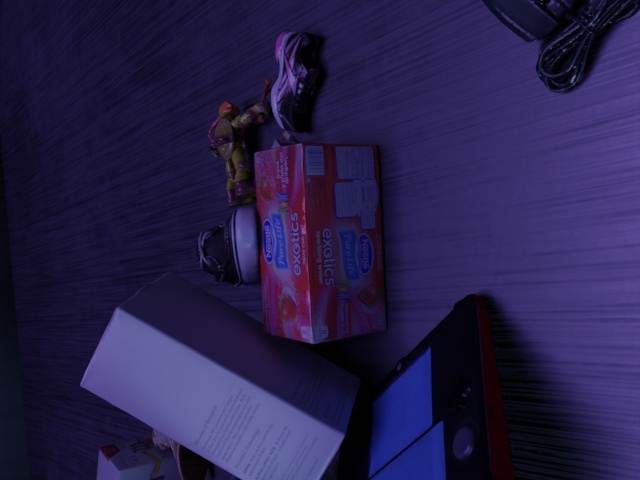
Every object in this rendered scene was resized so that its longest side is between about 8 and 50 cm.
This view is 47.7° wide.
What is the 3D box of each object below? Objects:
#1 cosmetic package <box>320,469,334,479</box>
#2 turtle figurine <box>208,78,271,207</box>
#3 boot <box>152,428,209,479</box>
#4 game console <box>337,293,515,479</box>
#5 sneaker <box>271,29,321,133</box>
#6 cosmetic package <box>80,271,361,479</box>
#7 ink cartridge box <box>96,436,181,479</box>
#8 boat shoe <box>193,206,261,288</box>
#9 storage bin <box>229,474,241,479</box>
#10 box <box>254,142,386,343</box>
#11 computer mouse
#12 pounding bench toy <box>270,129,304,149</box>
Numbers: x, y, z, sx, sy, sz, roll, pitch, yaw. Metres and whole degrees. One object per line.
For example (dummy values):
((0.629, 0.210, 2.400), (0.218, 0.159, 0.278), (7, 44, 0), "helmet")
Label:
((-0.050, 0.495, 1.035), (0.097, 0.377, 0.284), (-47, 68, 22), "cosmetic package")
((-0.162, -0.185, 1.402), (0.269, 0.087, 0.218), (-24, 74, 52), "turtle figurine")
((-0.336, 0.482, 1.710), (0.165, 0.077, 0.213), (-38, 59, 48), "boot")
((0.117, 0.301, 0.980), (0.387, 0.060, 0.342), (-54, 24, 40), "game console")
((-0.037, -0.273, 1.246), (0.077, 0.072, 0.179), (8, 106, 42), "sneaker")
((-0.144, 0.222, 1.139), (0.384, 0.217, 0.156), (28, 105, 5), "cosmetic package")
((-0.439, 0.573, 1.775), (0.128, 0.176, 0.128), (20, 107, 50), "ink cartridge box")
((-0.167, 0.028, 1.292), (0.335, 0.119, 0.121), (113, 158, -71), "boat shoe")
((-0.113, 0.463, 1.397), (0.098, 0.091, 0.135), (52, 131, 37), "storage bin")
((0.000, 0.000, 1.152), (0.142, 0.154, 0.300), (0, 95, 54), "box")
((0.245, -0.327, 0.857), (0.272, 0.072, 0.189), (59, 137, 31), "computer mouse")
((-0.045, -0.153, 1.267), (0.052, 0.065, 0.083), (56, 134, 35), "pounding bench toy")
